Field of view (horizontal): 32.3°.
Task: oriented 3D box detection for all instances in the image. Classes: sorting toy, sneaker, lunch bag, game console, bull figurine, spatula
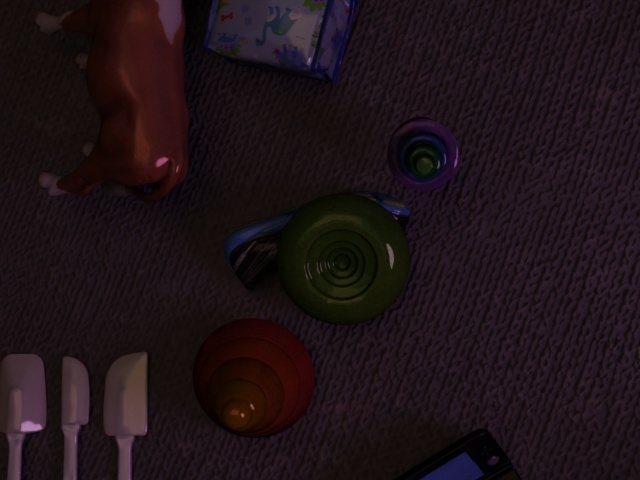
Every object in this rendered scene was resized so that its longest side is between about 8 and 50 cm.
[{"bbox_3d":[0.002,0.047,0.999,0.127,0.126,0.365,36,101,-2],"label":"sorting toy"},{"bbox_3d":[0.000,0.000,1.089,0.188,0.067,0.078,-18,98,8],"label":"sneaker"},{"bbox_3d":[-0.033,-0.247,1.118,0.129,0.096,0.151,13,93,15],"label":"lunch bag"},{"bbox_3d":[0.128,0.245,1.004,0.122,0.107,0.071,-33,46,5],"label":"game console"},{"bbox_3d":[-0.198,-0.183,1.120,0.188,0.101,0.310,-15,68,36],"label":"bull figurine"},{"bbox_3d":[-0.257,0.235,1.125,0.168,0.019,0.242,-1,80,7],"label":"spatula"}]
